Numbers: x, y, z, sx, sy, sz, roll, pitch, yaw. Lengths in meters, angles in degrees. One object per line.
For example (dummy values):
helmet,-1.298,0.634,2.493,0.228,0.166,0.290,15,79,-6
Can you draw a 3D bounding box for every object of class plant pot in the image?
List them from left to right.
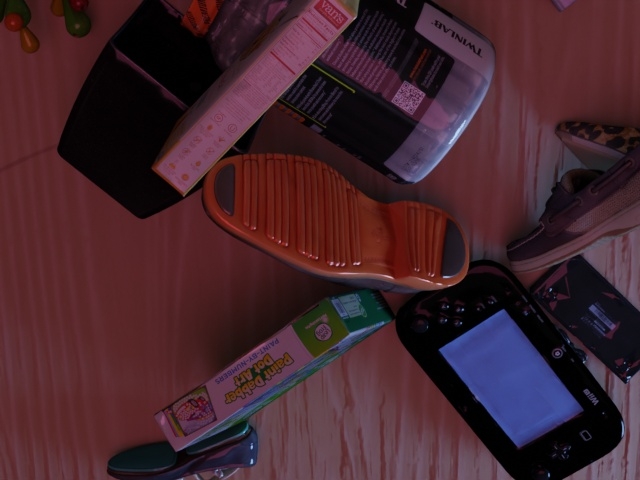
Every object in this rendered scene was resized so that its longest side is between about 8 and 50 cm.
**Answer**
plant pot,-0.188,-0.138,1.463,0.187,0.188,0.167,39,115,-12

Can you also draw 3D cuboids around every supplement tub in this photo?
supplement tub,0.018,-0.217,1.415,0.316,0.193,0.193,32,108,-10

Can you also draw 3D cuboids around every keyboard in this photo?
keyboard,0.340,0.105,1.616,0.180,0.023,0.108,42,99,-12

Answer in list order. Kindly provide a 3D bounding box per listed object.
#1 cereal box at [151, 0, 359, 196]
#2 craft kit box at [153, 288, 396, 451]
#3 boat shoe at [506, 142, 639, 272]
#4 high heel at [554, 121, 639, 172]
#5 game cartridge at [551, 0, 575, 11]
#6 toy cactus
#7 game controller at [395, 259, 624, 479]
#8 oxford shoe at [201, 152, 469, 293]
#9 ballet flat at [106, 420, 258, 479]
cereal box,-0.058,-0.163,1.244,0.047,0.173,0.240,42,107,-12
craft kit box,-0.046,0.146,1.521,0.247,0.250,0.061,-32,83,14
boat shoe,0.310,-0.041,1.477,0.285,0.103,0.092,-32,85,55
high heel,0.427,-0.131,1.519,0.261,0.093,0.186,26,71,16
game cartridge,0.291,-0.308,1.470,0.083,0.017,0.056,-38,101,14
toy cactus,-0.340,-0.324,1.444,0.219,0.112,0.180,34,98,-1
game controller,0.239,0.168,1.609,0.166,0.067,0.319,-32,107,27
oxford shoe,0.000,0.000,1.461,0.364,0.130,0.133,19,154,-36
ballet flat,-0.175,0.294,1.674,0.203,0.074,0.074,-16,109,5
